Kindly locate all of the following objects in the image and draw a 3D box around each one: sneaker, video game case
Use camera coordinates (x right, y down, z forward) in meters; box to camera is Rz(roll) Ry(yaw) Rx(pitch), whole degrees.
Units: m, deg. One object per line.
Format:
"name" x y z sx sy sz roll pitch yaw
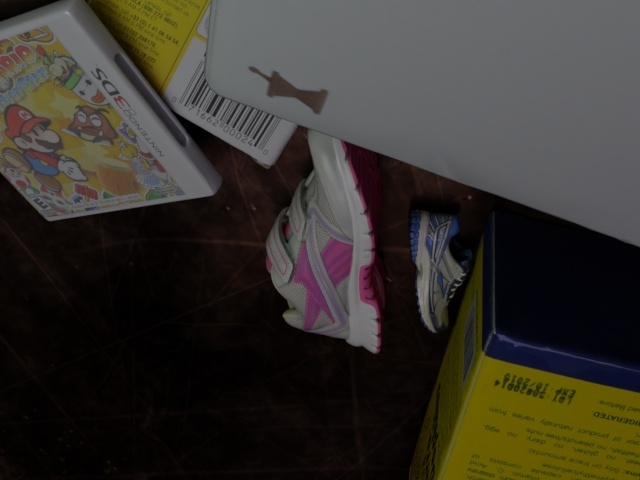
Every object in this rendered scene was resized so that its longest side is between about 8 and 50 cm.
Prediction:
"sneaker" 0.118 0.032 0.919 0.058 0.052 0.135 -6 122 9
"sneaker" 0.000 0.000 0.887 0.111 0.103 0.252 0 122 8
"video game case" -0.228 -0.103 0.845 0.227 0.026 0.206 -6 135 35

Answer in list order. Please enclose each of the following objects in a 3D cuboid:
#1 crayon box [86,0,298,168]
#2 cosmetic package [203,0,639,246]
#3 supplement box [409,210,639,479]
"crayon box" -0.043 -0.236 0.752 0.202 0.081 0.318 30 124 -9
"cosmetic package" 0.162 -0.248 0.457 0.327 0.394 0.329 20 162 -4
"supplement box" 0.209 0.183 0.915 0.194 0.195 0.357 13 124 2
